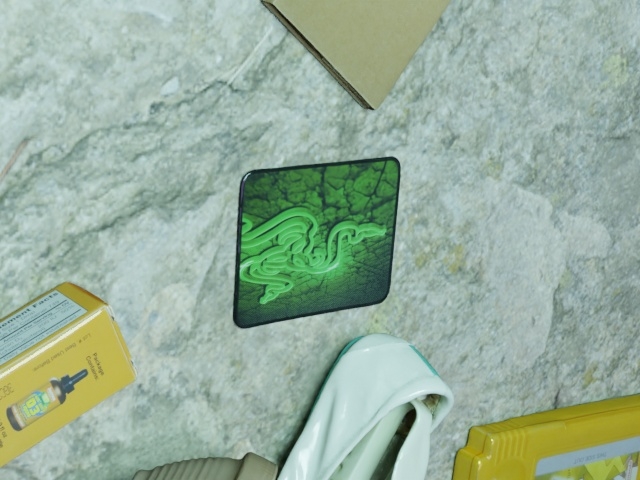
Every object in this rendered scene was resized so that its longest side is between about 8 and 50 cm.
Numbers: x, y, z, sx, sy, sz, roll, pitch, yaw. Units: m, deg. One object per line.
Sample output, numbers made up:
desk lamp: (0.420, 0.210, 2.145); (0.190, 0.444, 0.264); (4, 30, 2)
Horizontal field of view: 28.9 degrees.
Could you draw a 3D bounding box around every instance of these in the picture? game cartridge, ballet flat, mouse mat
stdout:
game cartridge: (0.277, 0.339, 1.483); (0.324, 0.053, 0.285); (-5, 108, -38)
ballet flat: (0.005, 0.281, 1.193); (0.139, 0.139, 0.400); (31, 85, -40)
mouse mat: (0.000, 0.000, 1.179); (0.190, 0.007, 0.152); (-8, 110, -35)

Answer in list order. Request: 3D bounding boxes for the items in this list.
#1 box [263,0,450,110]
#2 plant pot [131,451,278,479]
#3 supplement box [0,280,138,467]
box: (0.055, -0.245, 1.129); (0.164, 0.021, 0.201); (41, 79, -39)
plant pot: (-0.138, 0.275, 1.062); (0.110, 0.237, 0.237); (28, 86, -1)
supplement box: (-0.263, 0.127, 0.969); (0.233, 0.080, 0.078); (-31, 123, -25)
